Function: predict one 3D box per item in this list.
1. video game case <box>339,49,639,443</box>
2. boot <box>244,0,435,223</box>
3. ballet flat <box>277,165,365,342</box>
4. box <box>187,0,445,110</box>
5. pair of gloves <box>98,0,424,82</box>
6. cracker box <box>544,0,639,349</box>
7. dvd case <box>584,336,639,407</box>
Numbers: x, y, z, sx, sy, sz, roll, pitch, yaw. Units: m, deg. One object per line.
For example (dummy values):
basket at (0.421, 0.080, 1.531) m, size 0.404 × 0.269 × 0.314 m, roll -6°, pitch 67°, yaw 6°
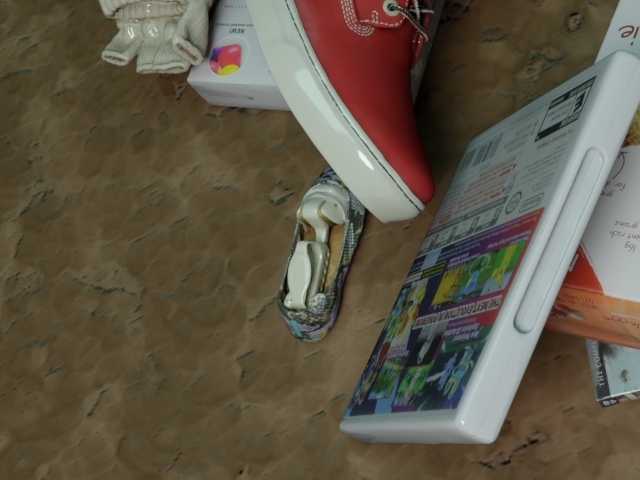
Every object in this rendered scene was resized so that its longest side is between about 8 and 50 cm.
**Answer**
video game case at (0.078, 0.013, 0.687) m, size 0.023 × 0.201 × 0.183 m, roll 28°, pitch 77°, yaw -9°
boot at (0.051, -0.142, 0.751) m, size 0.176 × 0.088 × 0.244 m, roll -26°, pitch 64°, yaw 10°
ballet flat at (0.000, 0.000, 0.806) m, size 0.041 × 0.041 × 0.114 m, roll 1°, pitch 67°, yaw 26°
box at (0.011, -0.170, 0.884) m, size 0.145 × 0.038 × 0.186 m, roll 7°, pitch 69°, yaw 28°
pair of gloves at (-0.028, -0.193, 0.866) m, size 0.240 × 0.042 × 0.204 m, roll 8°, pitch 70°, yaw 29°
cracker box at (0.210, -0.053, 0.700) m, size 0.156 × 0.067 × 0.232 m, roll 11°, pitch 67°, yaw 33°
dvd case at (0.192, 0.031, 0.714) m, size 0.119 × 0.013 × 0.087 m, roll -15°, pitch 61°, yaw 20°
